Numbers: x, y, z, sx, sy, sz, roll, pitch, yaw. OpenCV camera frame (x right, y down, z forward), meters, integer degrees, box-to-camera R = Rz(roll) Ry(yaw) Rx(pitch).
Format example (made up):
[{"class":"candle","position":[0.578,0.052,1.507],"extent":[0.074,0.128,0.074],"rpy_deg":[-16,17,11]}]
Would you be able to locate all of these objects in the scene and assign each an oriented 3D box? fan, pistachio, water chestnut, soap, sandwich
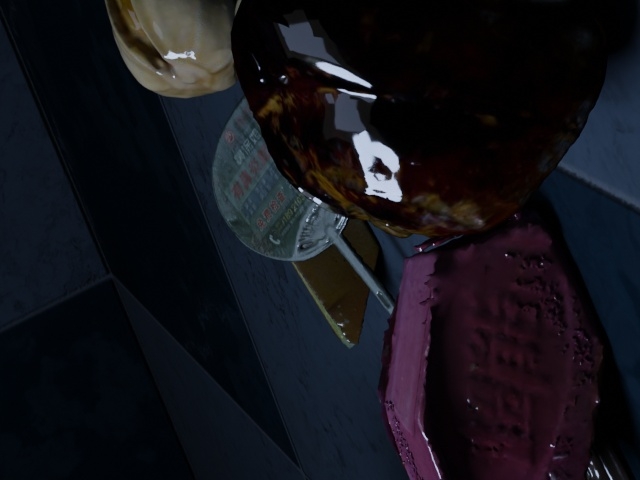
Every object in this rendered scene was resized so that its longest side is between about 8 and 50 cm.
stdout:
[{"class":"fan","position":[-0.009,-0.069,1.979],"extent":[0.294,0.012,0.223],"rpy_deg":[25,115,35]},{"class":"pistachio","position":[-0.172,-0.271,2.114],"extent":[0.157,0.157,0.229],"rpy_deg":[95,151,-63]},{"class":"water chestnut","position":[0.070,-0.142,1.325],"extent":[0.289,0.244,0.289],"rpy_deg":[46,156,27]},{"class":"soap","position":[0.151,0.109,1.592],"extent":[0.112,0.182,0.289],"rpy_deg":[-166,83,-72]},{"class":"sandwich","position":[0.000,0.000,2.075],"extent":[0.258,0.096,0.094],"rpy_deg":[60,170,9]}]

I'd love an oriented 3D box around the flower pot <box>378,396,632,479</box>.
[{"class":"flower pot","position":[0.176,0.186,1.710],"extent":[0.251,0.179,0.084],"rpy_deg":[63,-171,0]}]

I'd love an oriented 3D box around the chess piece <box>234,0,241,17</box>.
[{"class":"chess piece","position":[-0.075,-0.288,1.779],"extent":[0.307,0.124,0.139],"rpy_deg":[58,156,30]}]
